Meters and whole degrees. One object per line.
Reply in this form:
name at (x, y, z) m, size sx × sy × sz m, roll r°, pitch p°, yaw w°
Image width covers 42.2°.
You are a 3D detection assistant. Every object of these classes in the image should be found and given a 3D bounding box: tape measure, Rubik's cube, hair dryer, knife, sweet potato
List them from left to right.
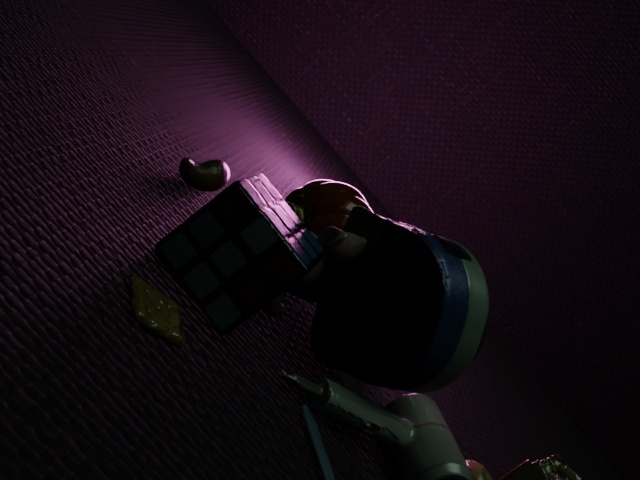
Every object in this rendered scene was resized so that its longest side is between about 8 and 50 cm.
sweet potato at (-0.195, -0.120, 1.516) m, size 0.069 × 0.059 × 0.249 m, roll 13°, pitch 7°, yaw 9°
Rubik's cube at (-0.110, 0.016, 1.182) m, size 0.162 × 0.163 × 0.160 m, roll 53°, pitch 13°, yaw -1°
knife at (0.015, 0.316, 1.068) m, size 0.044 × 0.019 × 0.313 m, roll 50°, pitch 9°, yaw -35°
hair dryer at (0.071, 0.277, 1.246) m, size 0.357 × 0.107 × 0.173 m, roll 32°, pitch 18°, yaw -29°
tape measure at (0.135, 0.103, 1.301) m, size 0.138 × 0.259 × 0.262 m, roll 15°, pitch 3°, yaw -44°

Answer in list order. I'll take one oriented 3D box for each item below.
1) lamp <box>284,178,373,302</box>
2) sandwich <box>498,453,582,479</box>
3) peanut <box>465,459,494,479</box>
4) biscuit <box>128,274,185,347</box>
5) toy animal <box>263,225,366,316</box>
lamp at (0.000, 0.000, 1.468) m, size 0.196 × 0.223 × 0.223 m, roll 25°, pitch 25°, yaw -38°
sandwich at (0.382, 0.482, 1.419) m, size 0.227 × 0.198 × 0.155 m, roll 32°, pitch 21°, yaw -53°
peanut at (0.253, 0.449, 1.280) m, size 0.101 × 0.117 × 0.263 m, roll 53°, pitch 6°, yaw -30°
biscuit at (-0.198, 0.085, 1.002) m, size 0.081 × 0.018 × 0.083 m, roll 40°, pitch 15°, yaw -34°
toy animal at (-0.035, 0.021, 1.321) m, size 0.124 × 0.212 × 0.124 m, roll 53°, pitch 14°, yaw -19°
